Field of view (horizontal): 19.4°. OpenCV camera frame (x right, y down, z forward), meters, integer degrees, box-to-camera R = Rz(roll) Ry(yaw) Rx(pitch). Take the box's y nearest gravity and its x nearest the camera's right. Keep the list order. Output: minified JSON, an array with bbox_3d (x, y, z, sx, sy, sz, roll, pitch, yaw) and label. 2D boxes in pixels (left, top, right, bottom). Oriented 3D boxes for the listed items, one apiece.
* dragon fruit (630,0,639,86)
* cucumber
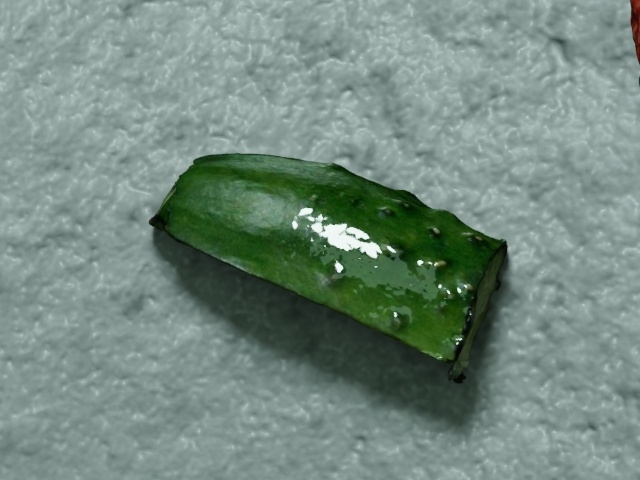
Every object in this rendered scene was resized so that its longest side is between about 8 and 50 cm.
[{"bbox_3d":[0.402,-0.216,1.533,0.277,0.277,0.342,39,69,14],"label":"dragon fruit"},{"bbox_3d":[0.001,-0.003,1.645,0.325,0.105,0.145,22,84,16],"label":"cucumber"}]
